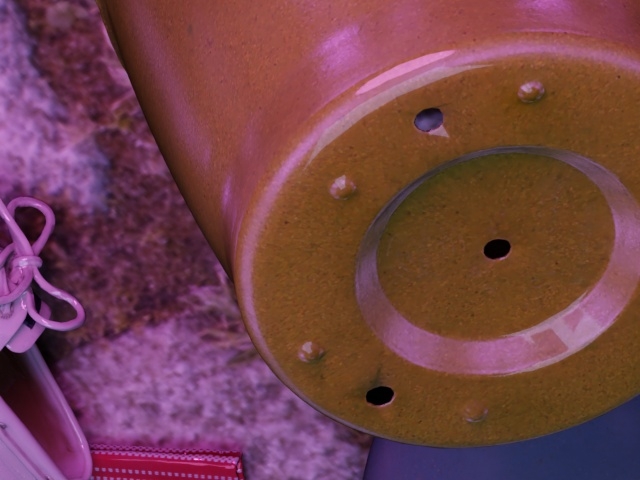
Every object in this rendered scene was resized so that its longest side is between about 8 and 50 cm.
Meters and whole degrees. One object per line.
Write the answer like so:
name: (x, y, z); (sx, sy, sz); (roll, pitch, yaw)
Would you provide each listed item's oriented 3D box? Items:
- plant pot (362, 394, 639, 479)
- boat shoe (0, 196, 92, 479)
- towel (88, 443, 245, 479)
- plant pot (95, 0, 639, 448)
plant pot: (0.152, 0.145, 1.236); (0.293, 0.293, 0.196); (-11, 94, 16)
boat shoe: (-0.234, 0.042, 1.288); (0.157, 0.136, 0.367); (-7, 123, 14)
towel: (-0.141, 0.270, 1.491); (0.199, 0.031, 0.274); (1, 122, 10)
plant pot: (0.057, -0.095, 0.972); (0.367, 0.353, 0.366); (-4, 129, -5)
